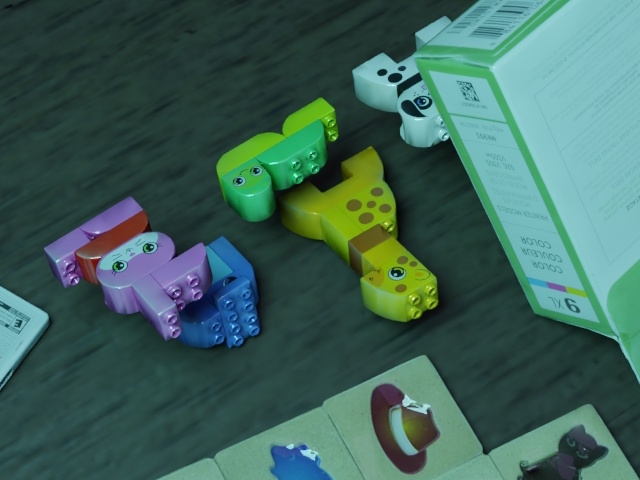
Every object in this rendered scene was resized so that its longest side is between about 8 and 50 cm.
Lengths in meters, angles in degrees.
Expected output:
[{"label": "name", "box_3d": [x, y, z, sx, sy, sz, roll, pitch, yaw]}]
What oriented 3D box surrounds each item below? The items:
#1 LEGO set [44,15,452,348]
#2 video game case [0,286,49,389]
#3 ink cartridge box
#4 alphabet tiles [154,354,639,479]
[{"label": "LEGO set", "box_3d": [0.000, 0.000, 0.896, 0.227, 0.087, 0.093, -32, 52, -18]}, {"label": "video game case", "box_3d": [-0.197, 0.062, 0.899, 0.087, 0.011, 0.122, 29, 64, 12]}, {"label": "ink cartridge box", "box_3d": [0.137, -0.029, 0.901, 0.109, 0.209, 0.062, -41, 29, -23]}, {"label": "alphabet tiles", "box_3d": [0.015, 0.212, 0.828, 0.343, 0.011, 0.285, -24, 65, -14]}]
